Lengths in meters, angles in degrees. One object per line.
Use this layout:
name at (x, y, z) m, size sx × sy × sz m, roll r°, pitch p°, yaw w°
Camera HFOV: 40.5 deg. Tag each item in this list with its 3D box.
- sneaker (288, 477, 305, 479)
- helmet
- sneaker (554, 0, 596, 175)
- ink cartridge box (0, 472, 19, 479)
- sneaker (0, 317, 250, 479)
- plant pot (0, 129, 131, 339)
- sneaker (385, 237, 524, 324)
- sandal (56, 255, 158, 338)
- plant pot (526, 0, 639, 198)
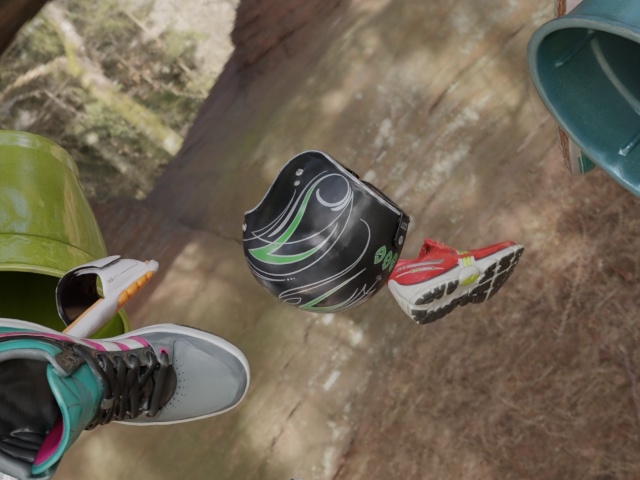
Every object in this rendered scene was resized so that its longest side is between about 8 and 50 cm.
sneaker at (-0.083, 0.337, 0.919) m, size 0.258 × 0.091 × 0.094 m, roll -65°, pitch -8°, yaw 30°
helmet at (0.000, 0.000, 0.941) m, size 0.161 × 0.169 × 0.169 m, roll -52°, pitch 22°, yaw 7°
sneaker at (0.395, -0.235, 1.215) m, size 0.121 × 0.302 × 0.108 m, roll -4°, pitch 26°, yaw 5°
ink cartridge box at (-0.408, 0.369, 1.127) m, size 0.176 × 0.069 × 0.370 m, roll 138°, pitch 135°, yaw -78°
sneaker at (-0.203, 0.138, 0.787) m, size 0.178 × 0.296 × 0.123 m, roll -132°, pitch 48°, yaw -73°
plant pot at (-0.504, 0.021, 1.408) m, size 0.366 × 0.366 × 0.353 m, roll -37°, pitch 46°, yaw 27°
sneaker at (0.216, 0.036, 1.385) m, size 0.118 × 0.279 × 0.107 m, roll 46°, pitch 133°, yaw 32°
sandal at (-0.278, 0.068, 1.025) m, size 0.102 × 0.076 × 0.265 m, roll -43°, pitch 5°, yaw 24°
plant pot at (0.464, -0.229, 0.935) m, size 0.334 × 0.341 × 0.341 m, roll -48°, pitch 22°, yaw -4°
